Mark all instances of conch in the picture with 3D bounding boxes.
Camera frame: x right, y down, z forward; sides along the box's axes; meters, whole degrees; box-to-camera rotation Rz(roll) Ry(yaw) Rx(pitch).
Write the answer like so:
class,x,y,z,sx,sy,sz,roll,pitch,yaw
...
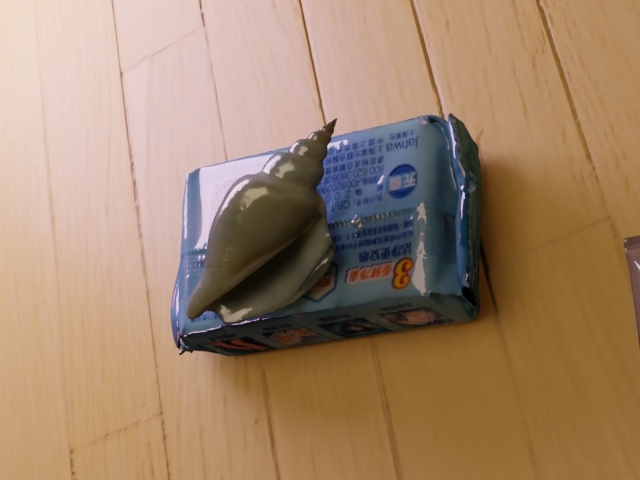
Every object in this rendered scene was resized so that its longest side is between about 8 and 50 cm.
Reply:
class,x,y,z,sx,sy,sz,roll,pitch,yaw
conch,-0.031,-0.008,0.941,0.180,0.088,0.065,-58,7,11

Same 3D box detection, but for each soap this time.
class,x,y,z,sx,sy,sz,roll,pitch,yaw
soap,0.000,0.000,0.997,0.293,0.077,0.156,-9,66,33

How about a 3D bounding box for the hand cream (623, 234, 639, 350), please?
class,x,y,z,sx,sy,sz,roll,pitch,yaw
hand cream,0.234,0.070,0.826,0.087,0.054,0.186,-16,56,34
